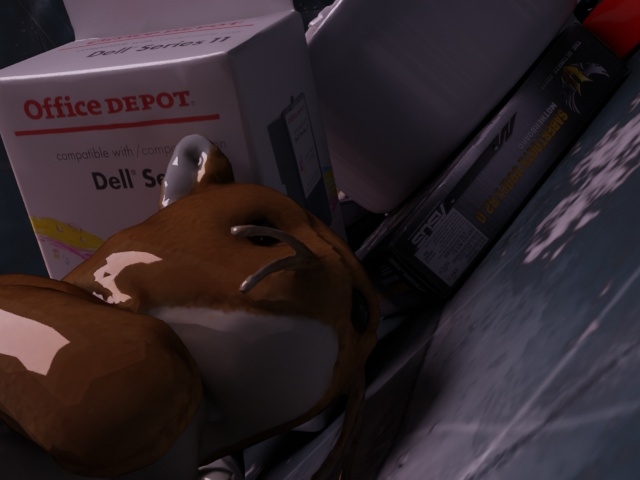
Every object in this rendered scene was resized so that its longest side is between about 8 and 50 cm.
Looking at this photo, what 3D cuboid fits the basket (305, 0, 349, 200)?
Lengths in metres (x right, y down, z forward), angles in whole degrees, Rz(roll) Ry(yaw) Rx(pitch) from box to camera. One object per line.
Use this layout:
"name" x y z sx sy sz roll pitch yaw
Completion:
"basket" 0.115 -0.245 1.372 0.331 0.266 0.328 -51 4 -30

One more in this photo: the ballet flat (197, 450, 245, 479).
"ballet flat" -0.095 0.203 0.652 0.074 0.074 0.203 -46 -3 39

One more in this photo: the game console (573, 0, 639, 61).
"game console" 0.289 -0.208 0.747 0.124 0.085 0.144 -6 -31 -45

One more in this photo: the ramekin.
"ramekin" 0.083 -0.152 0.764 0.277 0.135 0.277 -48 1 1

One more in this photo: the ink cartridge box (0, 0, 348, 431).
"ink cartridge box" -0.104 -0.043 0.665 0.207 0.354 0.119 -2 25 25

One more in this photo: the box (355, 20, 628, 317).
"box" 0.119 -0.046 0.726 0.231 0.056 0.183 -49 1 -15

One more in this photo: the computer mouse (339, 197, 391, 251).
"computer mouse" 0.000 0.000 1.039 0.272 0.072 0.188 -12 -10 -13

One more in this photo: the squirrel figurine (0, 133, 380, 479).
"squirrel figurine" -0.167 0.093 0.503 0.397 0.281 0.370 -7 27 49
